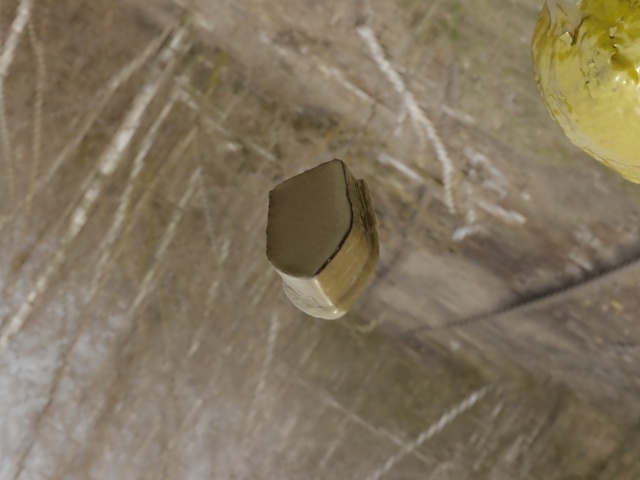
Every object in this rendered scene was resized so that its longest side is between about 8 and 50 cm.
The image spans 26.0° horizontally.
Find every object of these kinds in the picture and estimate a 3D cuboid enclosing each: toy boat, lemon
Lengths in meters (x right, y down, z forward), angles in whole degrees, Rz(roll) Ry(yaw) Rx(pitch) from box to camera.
[{"bbox_3d":[0.000,0.000,1.497,0.061,0.116,0.188,54,-159,-40],"label":"toy boat"},{"bbox_3d":[0.341,-0.179,1.365,0.319,0.245,0.245,25,-178,-26],"label":"lemon"}]
